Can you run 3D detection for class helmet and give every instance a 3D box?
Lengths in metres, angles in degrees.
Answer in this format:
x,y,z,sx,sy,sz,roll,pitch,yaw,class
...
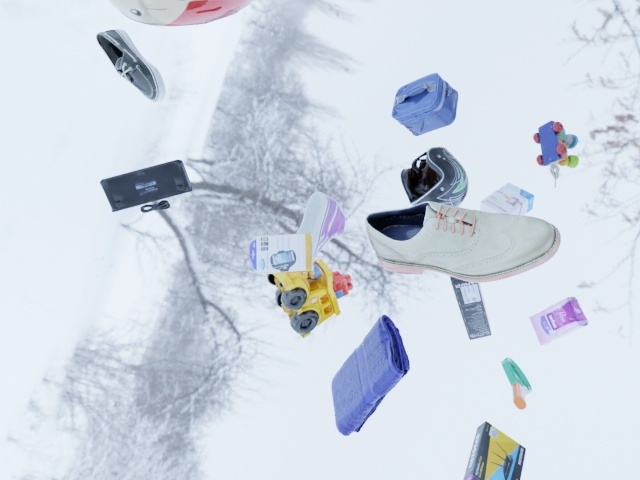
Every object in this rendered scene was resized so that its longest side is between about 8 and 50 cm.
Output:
x,y,z,sx,sy,sz,roll,pitch,yaw,class
0.300,-0.143,1.583,0.161,0.169,0.169,70,-24,16,helmet

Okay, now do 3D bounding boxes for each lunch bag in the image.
x,y,z,sx,sy,sz,roll,pitch,yaw,class
0.160,-0.210,0.940,0.098,0.065,0.067,-15,-123,46,lunch bag

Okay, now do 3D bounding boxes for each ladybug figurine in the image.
x,y,z,sx,sy,sz,roll,pitch,yaw,class
-0.263,-0.554,1.251,0.449,0.305,0.162,-35,154,-40,ladybug figurine

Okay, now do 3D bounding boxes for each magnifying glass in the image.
x,y,z,sx,sy,sz,roll,pitch,yaw,class
0.436,0.319,1.354,0.026,0.092,0.231,-39,175,18,magnifying glass

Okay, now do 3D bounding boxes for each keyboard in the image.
x,y,z,sx,sy,sz,roll,pitch,yaw,class
-0.373,-0.109,1.333,0.023,0.180,0.108,-109,-176,-59,keyboard

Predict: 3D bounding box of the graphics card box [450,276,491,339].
x,y,z,sx,sy,sz,roll,pitch,yaw,class
0.529,0.163,2.215,0.232,0.094,0.371,-90,159,-43,graphics card box

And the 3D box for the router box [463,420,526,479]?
x,y,z,sx,sy,sz,roll,pitch,yaw,class
0.454,0.580,1.592,0.046,0.133,0.179,-58,177,41,router box

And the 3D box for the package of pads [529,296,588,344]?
x,y,z,sx,sy,sz,roll,pitch,yaw,class
0.377,0.129,0.977,0.083,0.032,0.050,-43,-123,44,package of pads

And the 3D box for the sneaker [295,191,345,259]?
x,y,z,sx,sy,sz,roll,pitch,yaw,class
0.001,0.000,1.994,0.102,0.161,0.282,20,-95,42,sneaker

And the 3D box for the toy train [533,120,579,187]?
x,y,z,sx,sy,sz,roll,pitch,yaw,class
0.821,-0.274,2.089,0.105,0.143,0.248,-31,-126,53,toy train

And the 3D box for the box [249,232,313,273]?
x,y,z,sx,sy,sz,roll,pitch,yaw,class
-0.084,0.029,1.313,0.028,0.136,0.081,35,53,-75,box

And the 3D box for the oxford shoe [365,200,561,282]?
x,y,z,sx,sy,sz,roll,pitch,yaw,class
0.274,-0.007,1.253,0.397,0.146,0.140,-5,-126,29,oxford shoe

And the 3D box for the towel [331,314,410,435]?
x,y,z,sx,sy,sz,roll,pitch,yaw,class
0.141,0.392,1.767,0.308,0.076,0.227,-55,-158,28,towel

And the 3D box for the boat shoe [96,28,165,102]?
x,y,z,sx,sy,sz,roll,pitch,yaw,class
-0.458,-0.415,1.474,0.070,0.219,0.078,-28,165,-49,boat shoe

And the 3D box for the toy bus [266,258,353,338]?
x,y,z,sx,sy,sz,roll,pitch,yaw,class
-0.020,0.126,1.676,0.149,0.211,0.220,53,-14,48,toy bus

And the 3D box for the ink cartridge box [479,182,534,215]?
x,y,z,sx,sy,sz,roll,pitch,yaw,class
0.505,-0.095,1.665,0.122,0.088,0.052,-33,138,-25,ink cartridge box
